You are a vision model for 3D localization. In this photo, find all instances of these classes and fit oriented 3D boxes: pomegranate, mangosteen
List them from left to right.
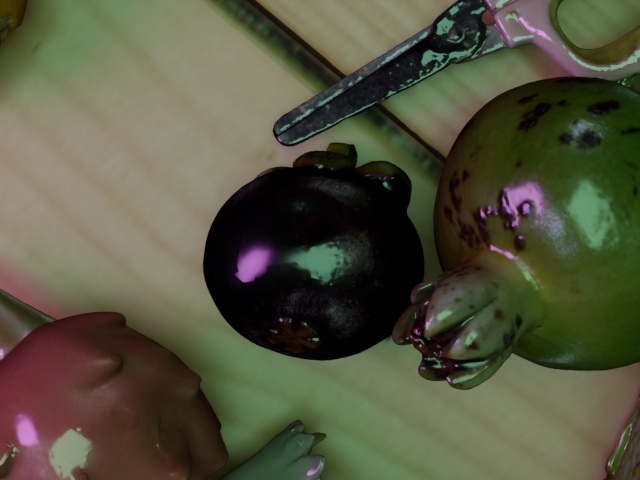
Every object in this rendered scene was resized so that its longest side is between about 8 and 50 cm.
[{"bbox_3d":[0.000,0.000,0.846,0.137,0.137,0.151,17,59,-2],"label":"mangosteen"},{"bbox_3d":[0.139,0.011,0.806,0.179,0.179,0.210,33,81,-2],"label":"pomegranate"}]

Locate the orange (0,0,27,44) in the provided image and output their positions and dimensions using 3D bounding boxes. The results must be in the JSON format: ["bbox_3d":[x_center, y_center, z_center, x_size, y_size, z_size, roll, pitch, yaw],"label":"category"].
[{"bbox_3d":[-0.260,-0.155,0.823,0.156,0.134,0.157,-1,83,11],"label":"orange"}]

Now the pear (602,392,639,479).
[{"bbox_3d":[0.331,0.114,0.832,0.255,0.164,0.238,25,91,-3],"label":"pear"}]

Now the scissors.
[{"bbox_3d":[0.109,-0.143,0.860,0.317,0.024,0.160,-28,81,4],"label":"scissors"}]

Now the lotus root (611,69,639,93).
[{"bbox_3d":[0.214,-0.104,0.870,0.054,0.049,0.099,40,92,27],"label":"lotus root"}]

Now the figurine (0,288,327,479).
[{"bbox_3d":[-0.115,0.154,0.838,0.387,0.166,0.207,39,58,-1],"label":"figurine"}]
